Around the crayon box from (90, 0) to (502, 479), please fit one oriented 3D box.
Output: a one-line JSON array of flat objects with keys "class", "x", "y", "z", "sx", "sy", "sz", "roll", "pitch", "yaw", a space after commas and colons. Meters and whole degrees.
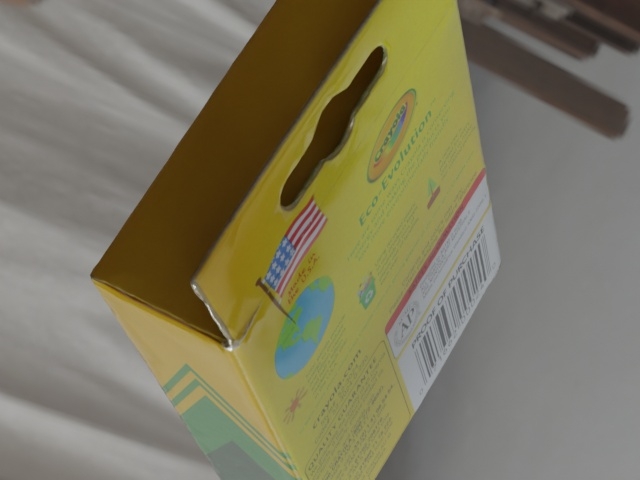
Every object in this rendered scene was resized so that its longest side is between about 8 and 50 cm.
[{"class": "crayon box", "x": 0.000, "y": 0.000, "z": 0.800, "sx": 0.202, "sy": 0.081, "sz": 0.318, "roll": -57, "pitch": 157, "yaw": -20}]
